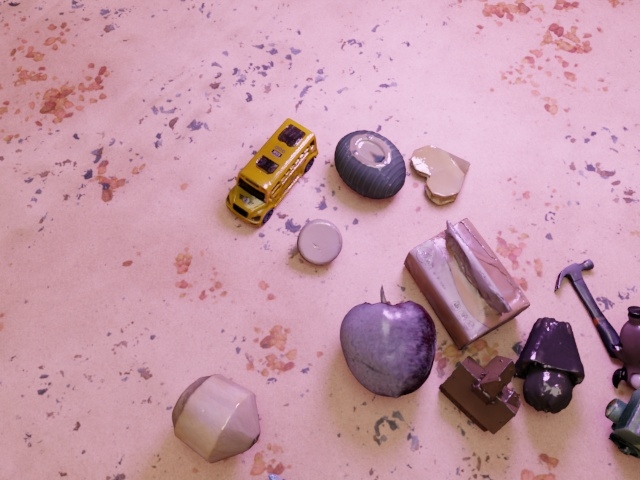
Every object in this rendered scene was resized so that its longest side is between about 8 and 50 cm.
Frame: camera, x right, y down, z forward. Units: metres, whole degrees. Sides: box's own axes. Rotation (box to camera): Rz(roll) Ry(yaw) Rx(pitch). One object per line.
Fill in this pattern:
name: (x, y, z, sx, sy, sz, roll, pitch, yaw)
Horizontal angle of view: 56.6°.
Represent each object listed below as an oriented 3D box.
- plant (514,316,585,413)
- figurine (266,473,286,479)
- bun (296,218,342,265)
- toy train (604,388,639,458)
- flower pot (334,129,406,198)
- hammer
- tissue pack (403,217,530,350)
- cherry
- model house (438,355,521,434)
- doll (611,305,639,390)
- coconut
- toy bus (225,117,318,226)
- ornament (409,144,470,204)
plant: (0.608, 0.335, 1.586, 0.164, 0.142, 0.256, 17, 57, 8)
figurine: (-0.107, 0.653, 1.490, 0.114, 0.079, 0.114, 2, 69, -5)
bun: (0.000, 0.000, 1.765, 0.138, 0.094, 0.138, 1, 105, 6)
toy train: (0.865, 0.487, 1.462, 0.299, 0.238, 0.167, 32, 74, 15)
flower pot: (0.153, -0.235, 1.828, 0.243, 0.157, 0.189, 39, 74, 18)
hammer: (0.774, 0.200, 1.693, 0.137, 0.037, 0.290, -17, 67, -7)
tissue pack: (0.403, 0.105, 1.640, 0.238, 0.238, 0.306, -27, 69, -10)
cherry: (0.180, 0.267, 1.577, 0.254, 0.218, 0.296, -2, 72, -7)
model house: (0.437, 0.365, 1.515, 0.176, 0.248, 0.181, -42, 73, -16)
doll: (0.868, 0.298, 1.572, 0.181, 0.117, 0.257, -3, 101, 11)
coconut: (-0.255, 0.456, 1.516, 0.222, 0.202, 0.202, 29, 70, 16)
toy bus: (-0.152, -0.210, 1.824, 0.145, 0.151, 0.331, 33, 71, 12)
ornament: (0.392, -0.220, 1.873, 0.180, 0.059, 0.201, -20, 66, -11)
